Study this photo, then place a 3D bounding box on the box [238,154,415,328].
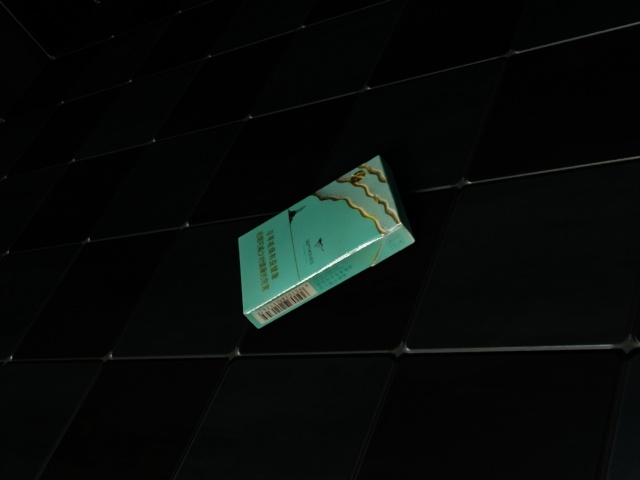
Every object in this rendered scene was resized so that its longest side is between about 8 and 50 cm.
[{"bbox_3d":[0.001,0.000,1.162,0.229,0.041,0.162,-30,35,13],"label":"box"}]
